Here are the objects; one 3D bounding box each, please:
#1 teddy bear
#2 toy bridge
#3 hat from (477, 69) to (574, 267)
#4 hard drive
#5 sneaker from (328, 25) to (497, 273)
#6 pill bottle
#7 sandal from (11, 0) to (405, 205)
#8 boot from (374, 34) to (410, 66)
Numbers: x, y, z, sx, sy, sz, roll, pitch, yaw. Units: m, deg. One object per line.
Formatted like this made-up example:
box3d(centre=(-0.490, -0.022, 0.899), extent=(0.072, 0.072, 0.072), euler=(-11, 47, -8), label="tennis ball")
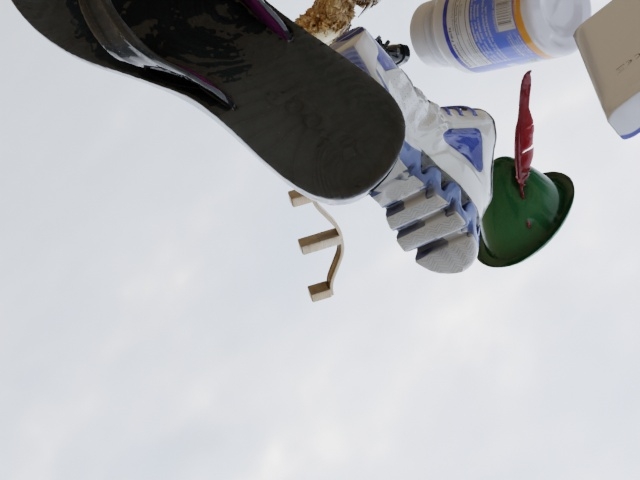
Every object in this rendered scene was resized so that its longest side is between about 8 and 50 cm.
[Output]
box3d(centre=(0.067, -0.417, 2.320), extent=(0.338, 0.113, 0.245), euler=(-47, 180, 20), label="teddy bear")
box3d(centre=(0.000, 0.000, 2.218), extent=(0.063, 0.188, 0.026), euler=(-16, -146, -8), label="toy bridge")
box3d(centre=(0.251, -0.095, 2.240), extent=(0.173, 0.183, 0.208), euler=(-8, -135, 47), label="hat")
box3d(centre=(0.392, -0.239, 1.738), extent=(0.210, 0.040, 0.318), euler=(-38, -163, 17), label="hard drive")
box3d(centre=(0.112, -0.129, 1.897), extent=(0.127, 0.315, 0.182), euler=(-21, -158, 38), label="sneaker")
box3d(centre=(0.272, -0.340, 2.413), extent=(0.272, 0.152, 0.152), euler=(-6, -136, 50), label="pill bottle")
box3d(centre=(-0.112, -0.203, 1.476), extent=(0.167, 0.446, 0.107), euler=(-57, 174, -10), label="sandal")
box3d(centre=(0.069, -0.281, 2.401), extent=(0.121, 0.099, 0.045), euler=(-23, -110, 49), label="boot")
